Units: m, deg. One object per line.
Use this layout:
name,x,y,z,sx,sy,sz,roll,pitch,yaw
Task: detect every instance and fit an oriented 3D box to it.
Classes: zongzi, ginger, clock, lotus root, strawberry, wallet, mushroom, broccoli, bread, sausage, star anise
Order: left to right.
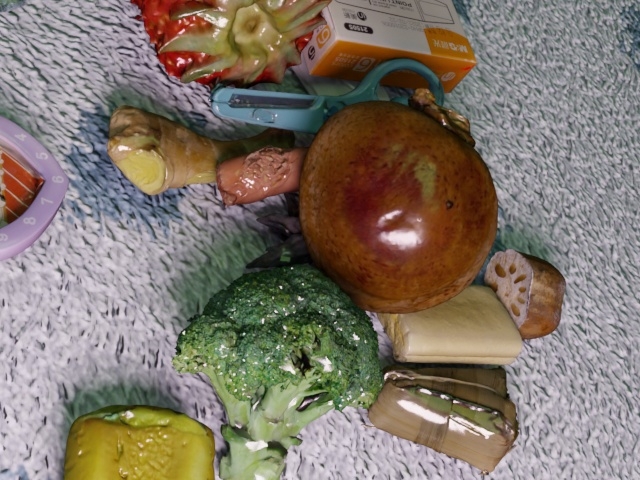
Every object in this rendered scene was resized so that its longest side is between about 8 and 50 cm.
clock,-0.391,-0.060,1.475,0.172,0.064,0.198,1,62,-27
bread,-0.198,0.360,1.295,0.166,0.112,0.383,7,60,-16
ginger,-0.157,-0.125,1.631,0.295,0.086,0.131,-7,53,-39
strawberry,-0.146,-0.375,1.684,0.292,0.292,0.343,-7,45,-30
broccoli,-0.058,0.157,1.435,0.270,0.270,0.270,15,87,-19
sausage,-0.007,-0.092,1.641,0.304,0.078,0.078,-7,65,-36
star anise,0.000,0.000,1.642,0.205,0.061,0.180,10,58,-21
wallet,0.025,-0.247,1.821,0.124,0.032,0.182,-24,75,-34
mushroom,0.104,-0.060,1.556,0.263,0.195,0.283,19,67,-1
zongzi,0.162,0.197,1.602,0.195,0.099,0.197,21,30,-3
bread,0.169,0.111,1.650,0.178,0.060,0.139,4,37,-23
lotus root,0.281,0.076,1.713,0.081,0.112,0.122,8,90,-34

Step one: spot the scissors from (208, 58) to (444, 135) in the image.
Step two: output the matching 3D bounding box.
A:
scissors,0.023,-0.177,1.704,0.393,0.032,0.180,4,92,-34

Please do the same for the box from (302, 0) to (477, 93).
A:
box,0.083,-0.339,1.839,0.274,0.091,0.220,1,58,-36

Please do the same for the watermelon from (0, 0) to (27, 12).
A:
watermelon,-0.449,-0.349,1.632,0.155,0.080,0.101,-29,113,-39
